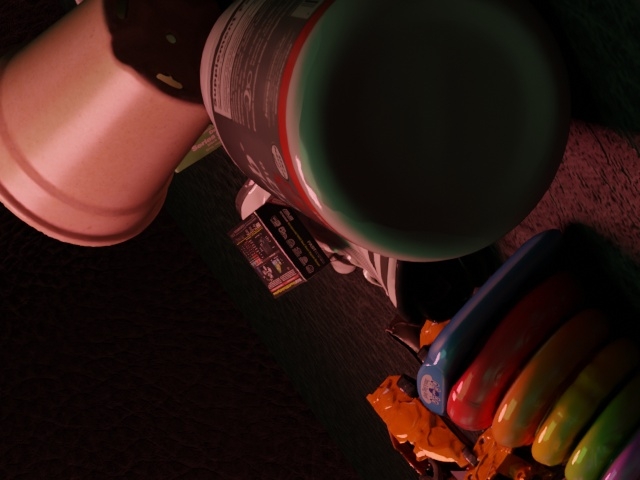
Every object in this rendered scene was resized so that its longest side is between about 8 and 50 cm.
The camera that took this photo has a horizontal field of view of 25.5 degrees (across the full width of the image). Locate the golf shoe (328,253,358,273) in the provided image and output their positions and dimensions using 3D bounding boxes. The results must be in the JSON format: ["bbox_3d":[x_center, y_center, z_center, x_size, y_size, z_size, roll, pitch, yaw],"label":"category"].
[{"bbox_3d":[0.000,0.000,1.982,0.077,0.094,0.198,51,170,30],"label":"golf shoe"}]

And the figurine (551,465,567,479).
[{"bbox_3d":[0.223,0.328,1.529,0.092,0.209,0.215,56,170,11],"label":"figurine"}]

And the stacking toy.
[{"bbox_3d":[0.241,0.152,1.172,0.302,0.166,0.175,39,163,19],"label":"stacking toy"}]

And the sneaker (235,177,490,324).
[{"bbox_3d":[0.043,0.005,1.548,0.257,0.169,0.447,58,168,12],"label":"sneaker"}]

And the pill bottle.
[{"bbox_3d":[0.029,-0.117,1.121,0.210,0.210,0.363,61,170,-18],"label":"pill bottle"}]

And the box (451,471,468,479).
[{"bbox_3d":[0.229,0.488,1.914,0.345,0.168,0.215,63,-176,1],"label":"box"}]

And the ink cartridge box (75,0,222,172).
[{"bbox_3d":[-0.283,-0.291,2.403,0.211,0.121,0.289,51,168,35],"label":"ink cartridge box"}]

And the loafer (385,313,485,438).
[{"bbox_3d":[0.156,0.176,1.782,0.220,0.078,0.080,56,170,12],"label":"loafer"}]

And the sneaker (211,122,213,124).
[{"bbox_3d":[-0.212,-0.287,2.180,0.132,0.086,0.229,53,170,40],"label":"sneaker"}]

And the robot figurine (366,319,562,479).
[{"bbox_3d":[0.165,0.190,1.514,0.085,0.211,0.291,30,-171,-32],"label":"robot figurine"}]

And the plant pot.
[{"bbox_3d":[-0.278,-0.207,1.958,0.305,0.334,0.334,-36,84,43],"label":"plant pot"}]

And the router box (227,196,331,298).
[{"bbox_3d":[-0.046,0.007,1.514,0.092,0.038,0.122,54,159,-2],"label":"router box"}]
